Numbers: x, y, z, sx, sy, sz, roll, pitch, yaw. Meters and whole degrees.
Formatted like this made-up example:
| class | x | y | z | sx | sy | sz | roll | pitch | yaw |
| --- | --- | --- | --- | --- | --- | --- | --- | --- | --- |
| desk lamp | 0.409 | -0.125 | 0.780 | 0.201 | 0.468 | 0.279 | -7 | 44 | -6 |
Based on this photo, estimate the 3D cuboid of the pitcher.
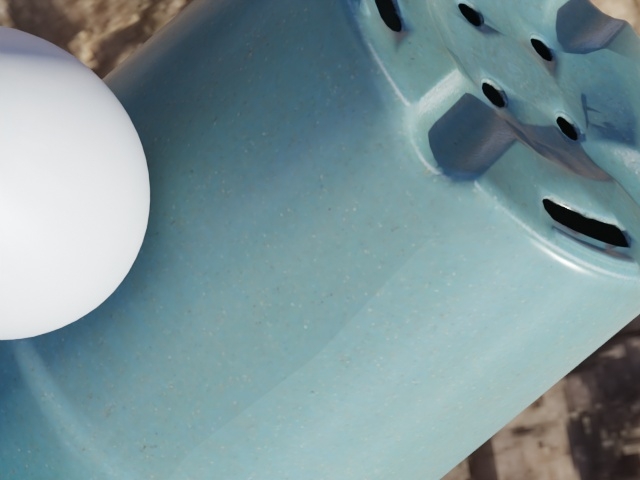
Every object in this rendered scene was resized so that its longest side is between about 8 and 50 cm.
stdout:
| class | x | y | z | sx | sy | sz | roll | pitch | yaw |
| --- | --- | --- | --- | --- | --- | --- | --- | --- | --- |
| pitcher | -0.155 | -0.053 | 0.618 | 0.178 | 0.125 | 0.207 | 62 | 5 | 17 |

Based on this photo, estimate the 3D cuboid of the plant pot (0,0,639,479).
| class | x | y | z | sx | sy | sz | roll | pitch | yaw |
| --- | --- | --- | --- | --- | --- | --- | --- | --- | --- |
| plant pot | 0.000 | 0.000 | 0.836 | 0.341 | 0.334 | 0.341 | 29 | 41 | -28 |
